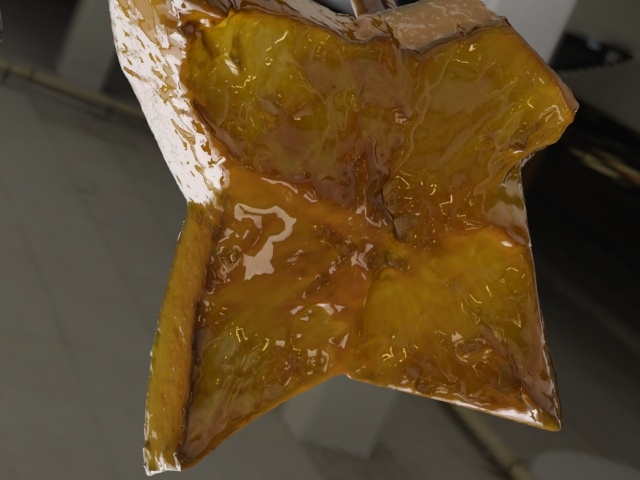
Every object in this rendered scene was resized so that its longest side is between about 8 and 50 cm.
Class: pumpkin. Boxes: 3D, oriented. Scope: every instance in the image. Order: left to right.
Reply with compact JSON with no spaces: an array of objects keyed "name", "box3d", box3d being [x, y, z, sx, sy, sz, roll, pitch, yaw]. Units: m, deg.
[{"name":"pumpkin","box3d":[0.019,-0.019,0.769,0.258,0.290,0.095,-8,-155,-21]}]

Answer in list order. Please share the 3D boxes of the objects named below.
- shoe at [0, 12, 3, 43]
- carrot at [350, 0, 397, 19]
[{"name":"shoe","box3d":[-0.302,-0.171,1.218,0.069,0.072,0.109,-2,-126,1]},{"name":"carrot","box3d":[0.042,-0.132,0.962,0.037,0.037,0.190,16,-139,-32]}]
